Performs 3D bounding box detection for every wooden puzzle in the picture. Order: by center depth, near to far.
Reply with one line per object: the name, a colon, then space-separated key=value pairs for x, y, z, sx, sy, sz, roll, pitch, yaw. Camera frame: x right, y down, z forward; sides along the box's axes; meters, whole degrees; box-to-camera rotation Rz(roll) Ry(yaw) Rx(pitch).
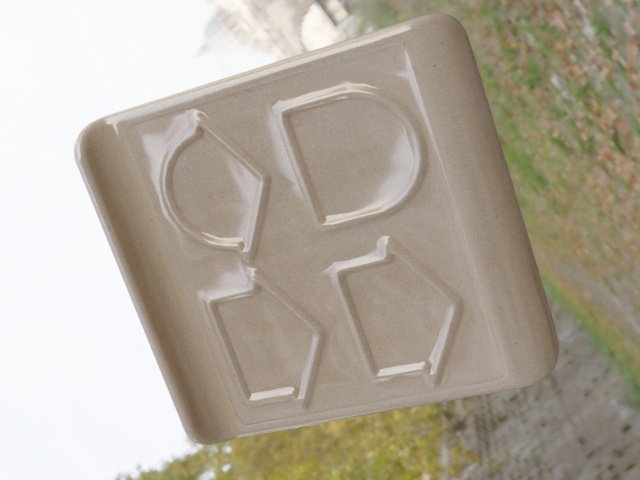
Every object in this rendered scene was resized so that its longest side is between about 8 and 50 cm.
wooden puzzle: x=0.000 y=0.000 z=0.957 sx=0.080 sy=0.348 sz=0.322 roll=-60 pitch=-48 yaw=-67
